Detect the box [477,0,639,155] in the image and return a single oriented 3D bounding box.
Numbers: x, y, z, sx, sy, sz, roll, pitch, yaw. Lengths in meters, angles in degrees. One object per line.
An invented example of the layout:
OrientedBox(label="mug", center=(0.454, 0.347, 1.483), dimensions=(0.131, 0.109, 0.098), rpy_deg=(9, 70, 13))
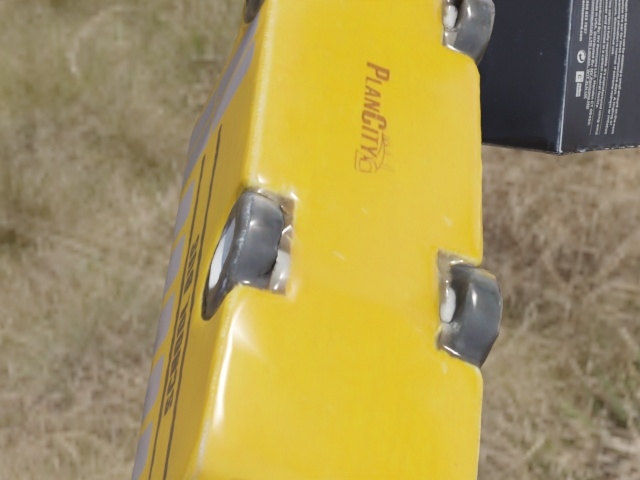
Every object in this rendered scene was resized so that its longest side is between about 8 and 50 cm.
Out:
OrientedBox(label="box", center=(0.231, -0.206, 1.765), dimensions=(0.343, 0.179, 0.312), rpy_deg=(12, 12, 43))

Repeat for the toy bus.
OrientedBox(label="toy bus", center=(0.000, 0.000, 0.667), dimensions=(0.108, 0.130, 0.333), rpy_deg=(19, 44, -14))
